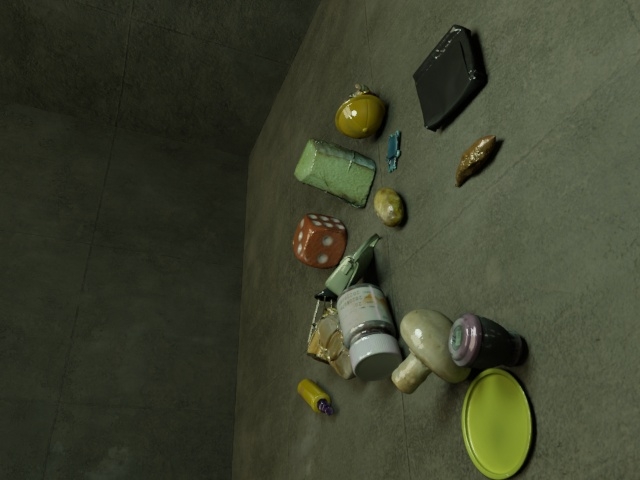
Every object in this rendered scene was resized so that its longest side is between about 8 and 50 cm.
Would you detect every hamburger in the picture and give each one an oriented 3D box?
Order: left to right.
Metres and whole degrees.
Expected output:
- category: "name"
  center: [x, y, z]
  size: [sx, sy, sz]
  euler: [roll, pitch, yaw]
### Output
- category: "hamburger"
  center: [0.058, 0.352, 2.050]
  size: [0.155, 0.135, 0.208]
  euler: [-13, 53, 53]

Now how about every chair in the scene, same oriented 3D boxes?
- category: "chair"
  center: [0.008, 0.293, 2.188]
  size: [0.095, 0.104, 0.222]
  euler: [-1, 69, 30]

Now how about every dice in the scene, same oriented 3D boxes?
- category: "dice"
  center: [0.000, 0.000, 2.277]
  size: [0.174, 0.174, 0.179]
  euler: [-116, 44, -60]

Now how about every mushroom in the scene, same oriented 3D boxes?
- category: "mushroom"
  center: [0.260, 0.263, 1.370]
  size: [0.209, 0.206, 0.207]
  euler: [-20, 53, 24]

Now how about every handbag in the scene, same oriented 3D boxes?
- category: "handbag"
  center: [0.125, 0.074, 1.894]
  size: [0.219, 0.079, 0.256]
  euler: [-55, -10, 18]
- category: "handbag"
  center: [0.375, -0.467, 1.633]
  size: [0.247, 0.080, 0.223]
  euler: [133, 136, -52]

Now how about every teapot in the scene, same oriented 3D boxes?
- category: "teapot"
  center: [0.355, 0.229, 1.222]
  size: [0.148, 0.145, 0.116]
  euler: [127, 154, -66]

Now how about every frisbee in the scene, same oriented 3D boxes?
- category: "frisbee"
  center: [0.385, 0.401, 1.234]
  size: [0.236, 0.017, 0.236]
  euler: [-169, 90, -70]

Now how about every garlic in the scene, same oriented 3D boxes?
- category: "garlic"
  center: [0.091, 0.346, 1.886]
  size: [0.230, 0.142, 0.178]
  euler: [68, 150, 26]

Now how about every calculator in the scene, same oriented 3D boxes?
- category: "calculator"
  center: [0.255, -0.310, 1.959]
  size: [0.094, 0.019, 0.141]
  euler: [160, 117, -68]

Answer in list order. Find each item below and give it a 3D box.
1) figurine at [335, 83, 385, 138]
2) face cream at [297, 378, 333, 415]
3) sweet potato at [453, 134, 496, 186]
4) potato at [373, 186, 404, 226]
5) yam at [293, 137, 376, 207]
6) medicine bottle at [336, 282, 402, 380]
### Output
- category: "figurine"
  center: [0.159, -0.485, 2.111]
  size: [0.257, 0.167, 0.192]
  euler: [-67, -1, -51]
- category: "face cream"
  center: [-0.013, 0.604, 2.138]
  size: [0.273, 0.078, 0.078]
  euler: [-169, 90, -71]
- category: "sweet potato"
  center: [0.395, -0.206, 1.464]
  size: [0.068, 0.060, 0.206]
  euler: [-51, -8, -31]
- category: "potato"
  center: [0.227, -0.110, 1.841]
  size: [0.107, 0.079, 0.170]
  euler: [-70, 27, 23]
- category: "yam"
  center: [0.050, -0.265, 2.140]
  size: [0.203, 0.271, 0.201]
  euler: [-68, 20, 13]
- category: "medicine bottle"
  center: [0.149, 0.279, 1.733]
  size: [0.273, 0.165, 0.165]
  euler: [-104, 31, -47]
